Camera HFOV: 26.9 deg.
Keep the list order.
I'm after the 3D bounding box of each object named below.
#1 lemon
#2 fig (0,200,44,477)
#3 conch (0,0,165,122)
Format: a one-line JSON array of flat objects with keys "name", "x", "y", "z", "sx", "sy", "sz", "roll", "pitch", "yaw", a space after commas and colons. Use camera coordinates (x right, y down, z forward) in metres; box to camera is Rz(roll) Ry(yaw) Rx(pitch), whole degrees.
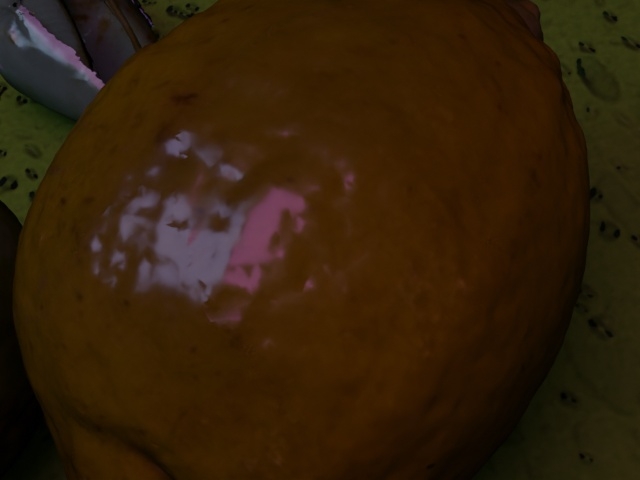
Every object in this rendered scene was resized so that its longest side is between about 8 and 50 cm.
[{"name": "lemon", "x": -0.005, "y": 0.005, "z": 0.678, "sx": 0.285, "sy": 0.285, "sz": 0.316, "roll": 7, "pitch": 82, "yaw": 13}, {"name": "fig", "x": -0.283, "y": 0.042, "z": 0.762, "sx": 0.275, "sy": 0.206, "sz": 0.206, "roll": 18, "pitch": 63, "yaw": 42}, {"name": "conch", "x": -0.143, "y": -0.118, "z": 0.885, "sx": 0.170, "sy": 0.079, "sz": 0.106, "roll": 42, "pitch": 80, "yaw": 11}]
